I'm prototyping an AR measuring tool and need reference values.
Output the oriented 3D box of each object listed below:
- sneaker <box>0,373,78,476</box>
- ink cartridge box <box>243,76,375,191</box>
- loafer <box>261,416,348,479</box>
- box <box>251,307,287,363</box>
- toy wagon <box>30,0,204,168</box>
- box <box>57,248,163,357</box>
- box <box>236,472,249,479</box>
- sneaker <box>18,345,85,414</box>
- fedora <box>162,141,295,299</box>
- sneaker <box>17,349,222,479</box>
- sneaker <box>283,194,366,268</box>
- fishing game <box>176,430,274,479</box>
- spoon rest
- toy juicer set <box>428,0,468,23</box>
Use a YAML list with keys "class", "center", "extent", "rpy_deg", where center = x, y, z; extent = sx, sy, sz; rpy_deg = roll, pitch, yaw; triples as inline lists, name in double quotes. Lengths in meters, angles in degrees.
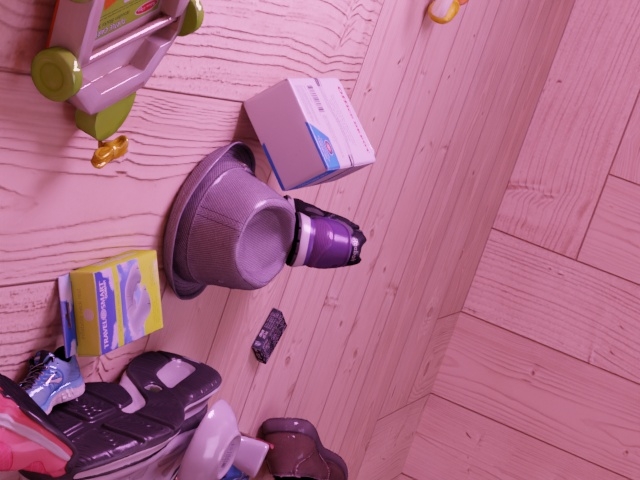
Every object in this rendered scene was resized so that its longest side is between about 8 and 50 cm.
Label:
- class: "sneaker"
  center: [-0.390, 0.208, 1.508]
  extent: [0.136, 0.116, 0.314]
  rpy_deg: [-50, 144, -3]
- class: "ink cartridge box"
  center: [-0.013, -0.160, 2.074]
  extent: [0.085, 0.148, 0.203]
  rpy_deg: [-26, 176, 22]
- class: "loafer"
  center: [-0.042, 0.463, 2.724]
  extent: [0.366, 0.133, 0.130]
  rpy_deg: [58, 34, -57]
- class: "box"
  center: [-0.090, 0.169, 2.458]
  extent: [0.083, 0.018, 0.067]
  rpy_deg: [-61, 161, -20]
- class: "toy wagon"
  center: [-0.216, -0.236, 1.516]
  extent: [0.267, 0.068, 0.344]
  rpy_deg: [-41, 158, -54]
- class: "box"
  center: [-0.264, 0.079, 1.769]
  extent: [0.178, 0.042, 0.109]
  rpy_deg: [-24, 112, -65]
- class: "box"
  center: [-0.203, 0.458, 2.402]
  extent: [0.232, 0.059, 0.183]
  rpy_deg: [-16, 127, -67]
- class: "sneaker"
  center: [-0.347, 0.170, 1.690]
  extent: [0.162, 0.063, 0.073]
  rpy_deg: [-34, 123, -66]
- class: "fedora"
  center: [-0.115, -0.010, 2.008]
  extent: [0.244, 0.124, 0.275]
  rpy_deg: [-64, 161, -11]
- class: "sneaker"
  center: [-0.275, 0.321, 1.862]
  extent: [0.447, 0.169, 0.258]
  rpy_deg: [-21, 129, -69]
- class: "sneaker"
  center: [0.000, 0.000, 2.197]
  extent: [0.283, 0.124, 0.107]
  rpy_deg: [-128, -133, -76]
- class: "fishing game"
  center: [-0.207, 0.372, 2.148]
  extent: [0.264, 0.189, 0.041]
  rpy_deg: [-38, 116, -25]
- class: "spoon rest"
  center: [-0.149, 0.295, 1.985]
  extent: [0.137, 0.084, 0.276]
  rpy_deg: [-65, 164, -6]
- class: "toy juicer set"
  center: [0.240, -0.496, 2.540]
  extent: [0.209, 0.089, 0.329]
  rpy_deg: [-60, 174, 20]
